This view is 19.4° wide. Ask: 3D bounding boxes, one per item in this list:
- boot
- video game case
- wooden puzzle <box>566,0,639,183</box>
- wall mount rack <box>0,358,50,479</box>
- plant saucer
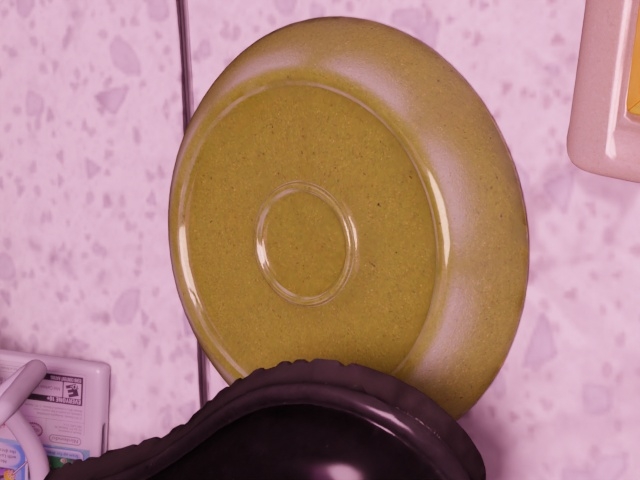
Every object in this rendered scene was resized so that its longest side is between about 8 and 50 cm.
[{"bbox_3d":[-0.080,0.220,0.960,0.131,0.260,0.348,44,135,-19],"label":"boot"},{"bbox_3d":[-0.208,0.137,1.171,0.157,0.019,0.143,6,101,16],"label":"video game case"},{"bbox_3d":[0.218,-0.119,0.826,0.238,0.044,0.221,15,106,35],"label":"wooden puzzle"},{"bbox_3d":[-0.341,0.095,1.098,0.304,0.130,0.350,-39,98,20],"label":"wall mount rack"},{"bbox_3d":[0.000,0.000,1.014,0.241,0.037,0.241,6,99,37],"label":"plant saucer"}]
